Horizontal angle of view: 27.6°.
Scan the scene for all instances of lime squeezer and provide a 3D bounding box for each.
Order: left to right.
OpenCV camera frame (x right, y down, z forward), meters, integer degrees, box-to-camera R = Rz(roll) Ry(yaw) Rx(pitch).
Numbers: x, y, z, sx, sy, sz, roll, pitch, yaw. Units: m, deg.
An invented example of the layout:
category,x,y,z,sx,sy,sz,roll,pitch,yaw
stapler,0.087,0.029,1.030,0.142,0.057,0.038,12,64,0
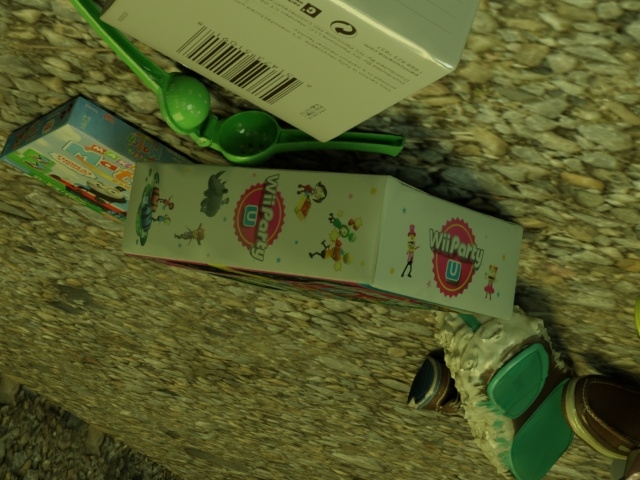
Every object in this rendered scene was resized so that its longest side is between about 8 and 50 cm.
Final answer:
category,x,y,z,sx,sy,sz,roll,pitch,yaw
lime squeezer,-0.089,-0.116,1.135,0.310,0.059,0.110,25,161,-10

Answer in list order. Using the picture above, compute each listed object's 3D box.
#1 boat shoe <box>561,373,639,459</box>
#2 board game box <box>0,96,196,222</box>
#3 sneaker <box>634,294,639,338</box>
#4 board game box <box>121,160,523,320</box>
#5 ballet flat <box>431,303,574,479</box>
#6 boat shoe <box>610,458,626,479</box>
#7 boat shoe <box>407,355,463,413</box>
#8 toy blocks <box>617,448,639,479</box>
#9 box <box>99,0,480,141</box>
category,x,y,z,sx,sy,sz,roll,pitch,yaw
boat shoe,0.391,0.212,1.510,0.257,0.095,0.095,26,147,-32
board game box,-0.237,-0.082,1.404,0.160,0.039,0.211,30,158,-25
sneaker,0.420,0.112,1.153,0.295,0.109,0.123,24,163,-12
board game box,0.000,0.000,1.219,0.303,0.097,0.224,4,172,40
ballet flat,0.213,0.157,1.511,0.147,0.147,0.409,13,157,21
boat shoe,0.511,0.325,1.677,0.268,0.096,0.088,1,149,27
boat shoe,0.160,0.194,1.726,0.066,0.066,0.183,15,171,1
toy blocks,0.431,0.309,1.307,0.289,0.260,0.309,18,139,7
box,-0.014,-0.170,0.812,0.181,0.119,0.182,27,159,-18
